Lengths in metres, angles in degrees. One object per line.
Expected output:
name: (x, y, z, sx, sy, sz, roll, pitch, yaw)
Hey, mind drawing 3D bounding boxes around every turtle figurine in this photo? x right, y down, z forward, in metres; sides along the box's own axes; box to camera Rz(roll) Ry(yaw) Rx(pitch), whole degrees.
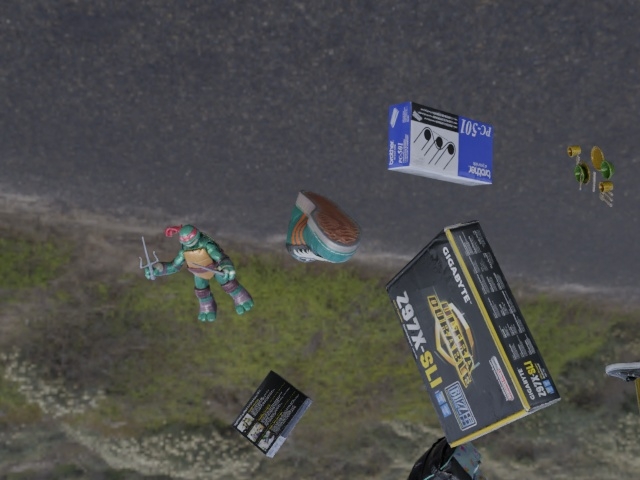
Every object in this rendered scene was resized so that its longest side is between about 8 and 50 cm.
turtle figurine: (-0.223, 0.050, 1.505, 0.175, 0.118, 0.234, -2, 135, 27)

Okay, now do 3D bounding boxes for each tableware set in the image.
tableware set: (0.517, -0.137, 1.541, 0.024, 0.154, 0.104, -12, 123, -6)

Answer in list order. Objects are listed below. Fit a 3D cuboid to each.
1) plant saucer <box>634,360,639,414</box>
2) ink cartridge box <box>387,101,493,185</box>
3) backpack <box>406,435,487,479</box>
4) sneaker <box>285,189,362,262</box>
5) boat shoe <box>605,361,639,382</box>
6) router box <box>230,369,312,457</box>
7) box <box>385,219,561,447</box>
plant saucer: (0.825, 0.334, 1.786, 0.081, 0.333, 0.333, 28, 133, -16)
ink cartridge box: (0.187, -0.145, 1.230, 0.207, 0.097, 0.046, 6, 174, -44)
backpack: (0.285, 0.523, 1.791, 0.166, 0.144, 0.188, -45, -179, 24)
sneaker: (0.000, 0.000, 1.542, 0.108, 0.121, 0.302, 16, -165, -15)
boat shoe: (0.711, 0.305, 1.850, 0.049, 0.040, 0.142, 13, 162, -20)
router box: (-0.125, 0.443, 2.057, 0.133, 0.179, 0.046, 33, 171, 29)
box: (0.245, 0.165, 1.374, 0.079, 0.322, 0.257, -13, 160, -24)
